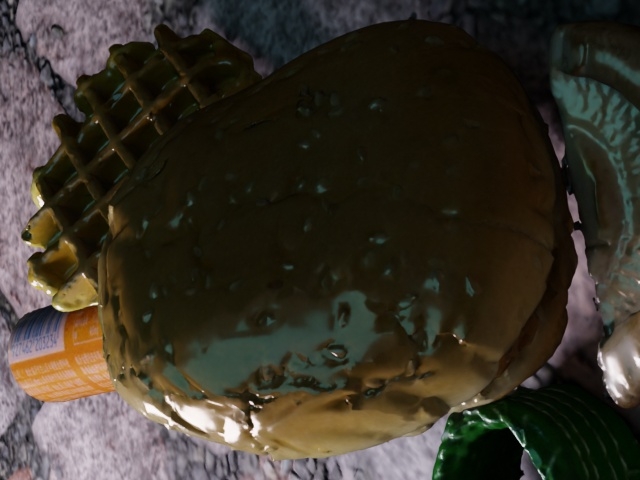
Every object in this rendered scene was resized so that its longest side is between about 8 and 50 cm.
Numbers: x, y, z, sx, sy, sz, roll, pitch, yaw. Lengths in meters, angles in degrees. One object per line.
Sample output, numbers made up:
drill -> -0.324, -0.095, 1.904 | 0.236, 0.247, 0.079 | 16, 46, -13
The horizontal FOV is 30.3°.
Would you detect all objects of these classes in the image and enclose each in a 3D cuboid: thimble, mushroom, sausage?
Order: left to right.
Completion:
sausage -> -0.148, 0.075, 0.983 | 0.312, 0.093, 0.093 | -17, 81, 47
thimble -> 0.125, 0.148, 0.688 | 0.118, 0.090, 0.130 | -31, 72, 42
mushroom -> 0.178, -0.019, 0.625 | 0.094, 0.072, 0.210 | -12, 89, 50

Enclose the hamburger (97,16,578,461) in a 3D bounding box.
hamburger -> 0.001, 0.000, 0.690 | 0.283, 0.144, 0.259 | -25, 57, 21

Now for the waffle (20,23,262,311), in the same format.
waffle -> -0.120, -0.053, 0.898 | 0.249, 0.056, 0.253 | 13, 74, 34
